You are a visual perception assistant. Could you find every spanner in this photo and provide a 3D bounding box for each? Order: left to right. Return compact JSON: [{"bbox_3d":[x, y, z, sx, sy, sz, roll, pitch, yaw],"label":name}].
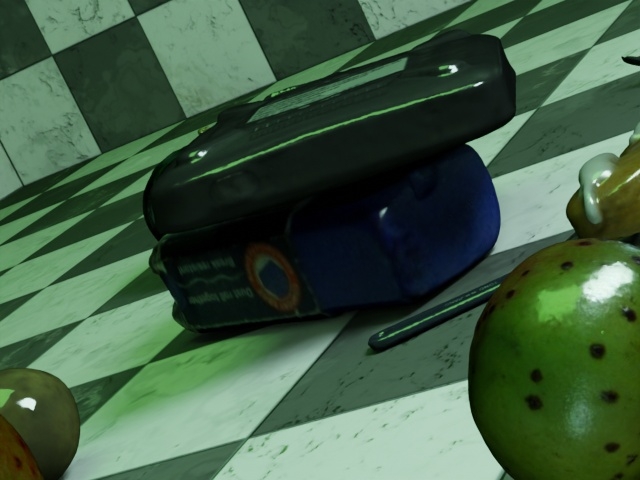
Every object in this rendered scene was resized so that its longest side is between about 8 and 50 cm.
[{"bbox_3d":[0.129,0.031,1.107,0.208,0.012,0.046,-26,11,1],"label":"spanner"}]

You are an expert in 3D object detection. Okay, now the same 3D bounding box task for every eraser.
[{"bbox_3d":[0.000,0.000,1.302,0.155,0.101,0.332,-32,14,-37],"label":"eraser"}]

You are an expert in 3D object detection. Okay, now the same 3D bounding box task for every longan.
[{"bbox_3d":[-0.239,0.152,1.153,0.119,0.106,0.106,-38,9,13],"label":"longan"}]

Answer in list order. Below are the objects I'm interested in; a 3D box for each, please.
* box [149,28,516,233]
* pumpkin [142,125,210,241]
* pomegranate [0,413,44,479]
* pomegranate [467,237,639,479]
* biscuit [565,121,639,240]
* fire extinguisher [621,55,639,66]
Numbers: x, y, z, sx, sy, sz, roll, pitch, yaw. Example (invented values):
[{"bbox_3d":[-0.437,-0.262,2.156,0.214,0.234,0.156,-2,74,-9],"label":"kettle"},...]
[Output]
[{"bbox_3d":[0.016,-0.093,1.245,0.290,0.073,0.289,-18,11,11],"label":"box"},{"bbox_3d":[-0.104,-0.060,1.687,0.202,0.140,0.202,-22,13,5],"label":"pumpkin"},{"bbox_3d":[-0.259,0.174,0.862,0.198,0.198,0.246,-24,14,8],"label":"pomegranate"},{"bbox_3d":[0.132,0.062,0.714,0.130,0.130,0.130,-25,12,5],"label":"pomegranate"},{"bbox_3d":[0.379,-0.123,1.022,0.432,0.064,0.283,-23,5,30],"label":"biscuit"},{"bbox_3d":[0.392,-0.213,1.527,0.177,0.050,0.062,-25,30,2],"label":"fire extinguisher"}]
